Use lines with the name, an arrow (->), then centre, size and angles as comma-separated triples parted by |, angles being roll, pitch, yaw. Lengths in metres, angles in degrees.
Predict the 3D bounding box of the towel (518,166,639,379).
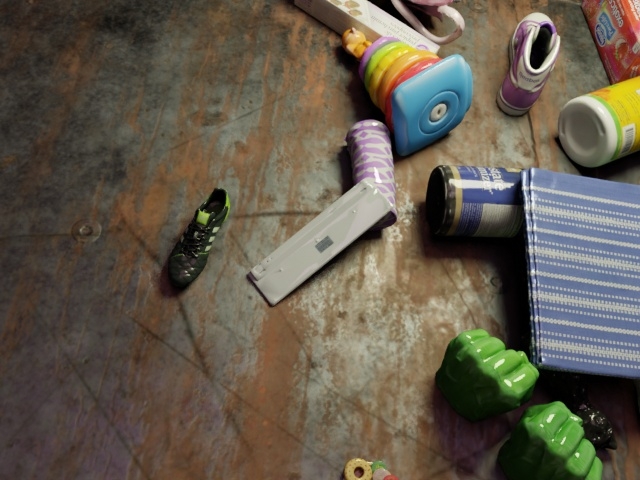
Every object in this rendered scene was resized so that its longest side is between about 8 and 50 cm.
towel -> 0.430, 0.048, 1.065 | 0.243, 0.040, 0.335 | 8, 67, -10

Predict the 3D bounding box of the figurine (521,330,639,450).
figurine -> 0.452, 0.218, 1.062 | 0.215, 0.092, 0.209 | -12, 71, -16

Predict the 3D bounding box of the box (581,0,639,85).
box -> 0.675, -0.461, 1.454 | 0.128, 0.122, 0.256 | -1, 61, -9

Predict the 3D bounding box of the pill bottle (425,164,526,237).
pill bottle -> 0.302, -0.066, 1.173 | 0.219, 0.123, 0.122 | 1, 60, -8

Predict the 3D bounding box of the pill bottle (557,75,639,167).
pill bottle -> 0.597, -0.239, 1.307 | 0.246, 0.136, 0.136 | -20, 65, -19

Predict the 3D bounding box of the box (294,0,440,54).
box -> 0.090, -0.443, 1.391 | 0.324, 0.067, 0.063 | 36, 61, 13

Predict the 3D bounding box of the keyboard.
keyboard -> 0.000, 0.000, 1.106 | 0.256, 0.014, 0.072 | -39, 77, -4

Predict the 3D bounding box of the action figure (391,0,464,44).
action figure -> 0.109, -0.555, 1.387 | 0.370, 0.248, 0.275 | 11, 79, -14

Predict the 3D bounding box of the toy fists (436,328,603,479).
toy fists -> 0.286, 0.249, 0.978 | 0.096, 0.142, 0.279 | -29, 69, -22

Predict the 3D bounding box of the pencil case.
pencil case -> 0.086, -0.116, 1.194 | 0.088, 0.086, 0.206 | -16, 56, 22

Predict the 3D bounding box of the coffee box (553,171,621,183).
coffee box -> 0.508, -0.058, 1.246 | 0.184, 0.040, 0.113 | 8, 60, -3

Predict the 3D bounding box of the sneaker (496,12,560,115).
sneaker -> 0.445, -0.398, 1.364 | 0.102, 0.161, 0.282 | 18, 58, 4

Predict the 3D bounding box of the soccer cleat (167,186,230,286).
soccer cleat -> -0.198, -0.010, 1.094 | 0.060, 0.072, 0.178 | 21, 60, 4

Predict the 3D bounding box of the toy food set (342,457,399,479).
toy food set -> 0.070, 0.352, 0.957 | 0.083, 0.020, 0.083 | 10, 59, -3

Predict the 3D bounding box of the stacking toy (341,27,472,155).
stacking toy -> 0.134, -0.321, 1.295 | 0.166, 0.175, 0.302 | -32, 54, -12
